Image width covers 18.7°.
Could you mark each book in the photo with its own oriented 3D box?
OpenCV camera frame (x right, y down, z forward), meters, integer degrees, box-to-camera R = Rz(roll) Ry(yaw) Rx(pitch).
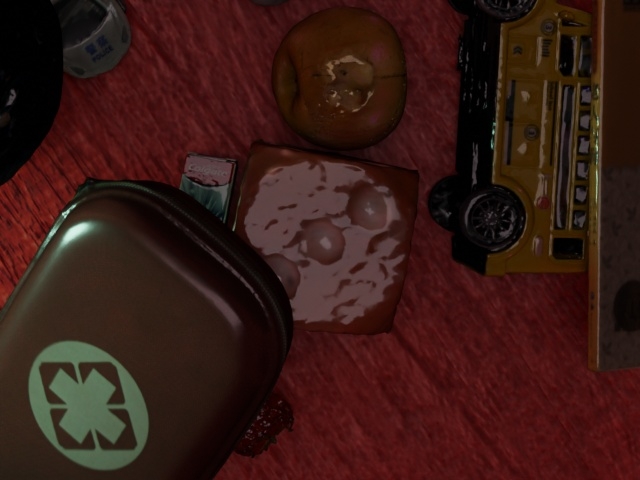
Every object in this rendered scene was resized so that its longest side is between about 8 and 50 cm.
[{"bbox_3d":[0.368,-0.069,1.904,0.269,0.032,0.389,-3,96,-33],"label":"book"}]

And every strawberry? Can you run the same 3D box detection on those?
[{"bbox_3d":[-0.072,0.176,1.952,0.083,0.073,0.073,44,92,9],"label":"strawberry"}]

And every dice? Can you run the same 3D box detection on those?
[{"bbox_3d":[0.000,0.000,1.889,0.179,0.175,0.174,11,93,-6],"label":"dice"}]

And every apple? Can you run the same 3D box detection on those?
[{"bbox_3d":[0.016,-0.157,1.896,0.146,0.146,0.146,0,94,-2],"label":"apple"}]

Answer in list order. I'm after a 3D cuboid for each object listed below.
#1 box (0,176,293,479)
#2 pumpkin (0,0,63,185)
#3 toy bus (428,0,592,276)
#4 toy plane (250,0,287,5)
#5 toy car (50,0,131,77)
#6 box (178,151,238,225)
[{"bbox_3d":[-0.193,0.131,1.836,0.263,0.108,0.404,39,123,8],"label":"box"},{"bbox_3d":[-0.405,-0.191,1.774,0.363,0.363,0.266,33,83,-3],"label":"pumpkin"},{"bbox_3d":[0.199,-0.135,1.901,0.151,0.145,0.331,2,97,-10],"label":"toy bus"},{"bbox_3d":[-0.056,-0.353,1.883,0.252,0.118,0.252,-8,107,-26],"label":"toy plane"},{"bbox_3d":[-0.267,-0.254,1.923,0.095,0.056,0.205,-36,93,0],"label":"toy car"},{"bbox_3d":[-0.129,0.021,1.952,0.055,0.039,0.218,10,93,-1],"label":"box"}]
